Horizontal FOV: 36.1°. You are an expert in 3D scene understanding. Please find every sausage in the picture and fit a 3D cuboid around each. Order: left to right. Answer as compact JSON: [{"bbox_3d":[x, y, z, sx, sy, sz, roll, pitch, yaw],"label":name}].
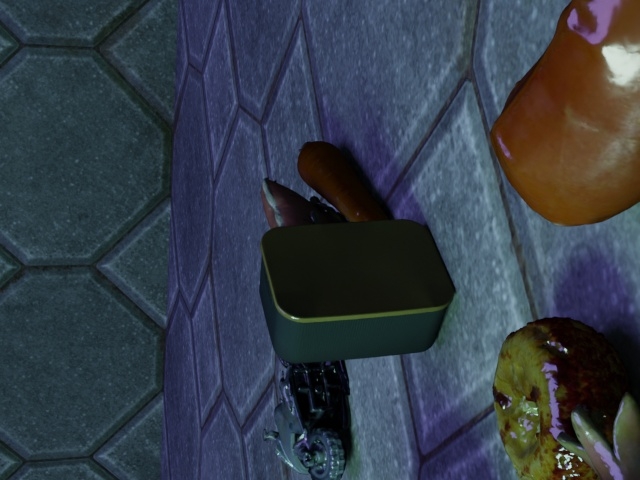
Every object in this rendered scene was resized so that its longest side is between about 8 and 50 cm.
[{"bbox_3d":[0.205,-0.106,0.665,0.258,0.133,0.133,114,150,-53],"label":"sausage"}]

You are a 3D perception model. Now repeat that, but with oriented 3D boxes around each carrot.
[{"bbox_3d":[0.033,-0.063,1.332,0.336,0.069,0.069,-125,38,-56],"label":"carrot"}]

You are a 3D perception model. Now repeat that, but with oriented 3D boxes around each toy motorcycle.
[{"bbox_3d":[-0.023,0.235,1.458,0.159,0.106,0.270,132,131,-57],"label":"toy motorcycle"}]

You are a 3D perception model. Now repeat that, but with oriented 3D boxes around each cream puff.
[{"bbox_3d":[0.194,0.129,0.779,0.149,0.084,0.149,179,90,-78],"label":"cream puff"}]

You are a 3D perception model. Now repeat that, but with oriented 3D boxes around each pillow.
[{"bbox_3d":[0.000,0.000,1.319,0.075,0.171,0.179,-45,33,16],"label":"pillow"}]

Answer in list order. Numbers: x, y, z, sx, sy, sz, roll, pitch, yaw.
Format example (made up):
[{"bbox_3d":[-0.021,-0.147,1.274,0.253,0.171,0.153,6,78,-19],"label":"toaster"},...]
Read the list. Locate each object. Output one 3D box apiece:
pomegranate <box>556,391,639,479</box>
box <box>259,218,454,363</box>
[{"bbox_3d":[0.209,0.202,0.637,0.131,0.152,0.191,62,-163,-53],"label":"pomegranate"},{"bbox_3d":[0.034,0.059,1.103,0.144,0.201,0.090,-110,22,-44],"label":"box"}]
